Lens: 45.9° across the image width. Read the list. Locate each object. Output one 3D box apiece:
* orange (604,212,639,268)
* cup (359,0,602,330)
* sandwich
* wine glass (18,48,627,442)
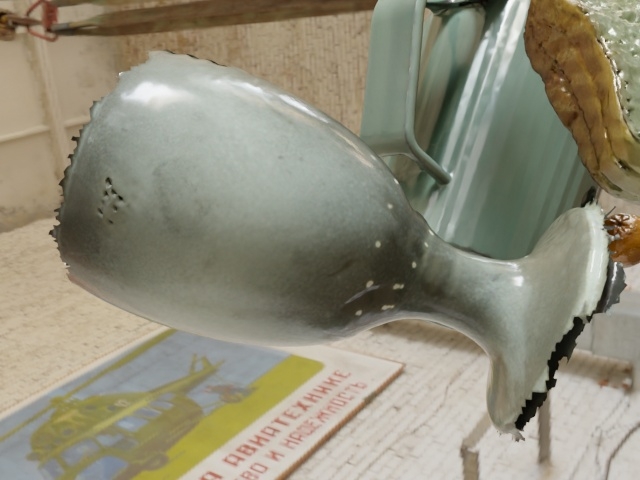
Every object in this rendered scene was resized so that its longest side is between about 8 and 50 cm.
[{"bbox_3d":[0.413,0.000,1.036,0.070,0.083,0.083,54,-127,-27],"label":"orange"},{"bbox_3d":[0.190,-0.121,0.995,0.401,0.310,0.392,28,-114,-11],"label":"cup"},{"bbox_3d":[0.315,-0.130,0.609,0.087,0.251,0.226,99,165,-58],"label":"sandwich"},{"bbox_3d":[0.002,0.000,0.522,0.190,0.357,0.190,19,-90,-87],"label":"wine glass"}]
